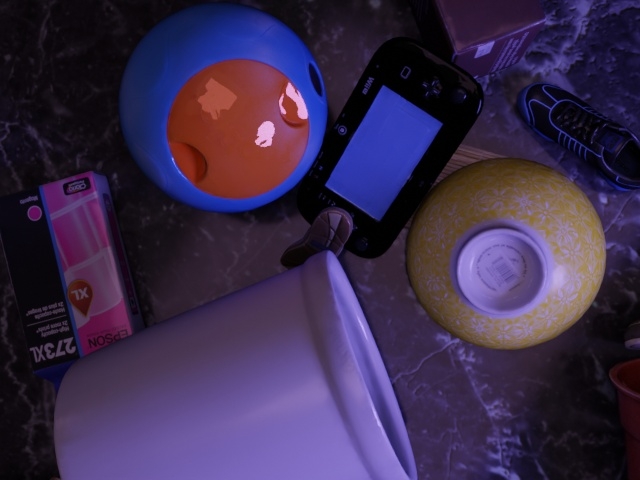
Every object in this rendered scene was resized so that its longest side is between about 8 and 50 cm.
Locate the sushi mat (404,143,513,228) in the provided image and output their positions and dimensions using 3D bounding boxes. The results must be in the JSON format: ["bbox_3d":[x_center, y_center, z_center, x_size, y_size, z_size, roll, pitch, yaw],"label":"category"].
[{"bbox_3d":[0.169,-0.087,1.045,0.316,0.019,0.152,17,89,5],"label":"sushi mat"}]

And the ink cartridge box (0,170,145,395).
[{"bbox_3d":[-0.390,0.089,1.069,0.175,0.069,0.371,-15,89,4],"label":"ink cartridge box"}]

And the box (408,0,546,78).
[{"bbox_3d":[0.180,-0.436,0.969,0.143,0.191,0.382,-18,87,4],"label":"box"}]

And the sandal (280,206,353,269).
[{"bbox_3d":[0.000,0.000,1.002,0.072,0.180,0.049,30,49,-7],"label":"sandal"}]

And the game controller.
[{"bbox_3d":[0.091,-0.125,0.964,0.166,0.067,0.319,30,118,-2],"label":"game controller"}]

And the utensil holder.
[{"bbox_3d":[-0.106,0.232,0.912,0.385,0.327,0.328,-21,86,7],"label":"utensil holder"}]

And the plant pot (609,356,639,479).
[{"bbox_3d":[0.531,0.318,0.893,0.272,0.272,0.265,-1,96,5],"label":"plant pot"}]

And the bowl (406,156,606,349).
[{"bbox_3d":[0.253,0.031,0.933,0.289,0.156,0.290,3,99,16],"label":"bowl"}]

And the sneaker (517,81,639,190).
[{"bbox_3d":[0.399,-0.162,0.990,0.232,0.090,0.081,38,92,5],"label":"sneaker"}]

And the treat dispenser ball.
[{"bbox_3d":[-0.134,-0.183,0.940,0.288,0.288,0.288,0,88,5],"label":"treat dispenser ball"}]

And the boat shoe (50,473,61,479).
[{"bbox_3d":[-0.384,0.406,1.037,0.302,0.109,0.098,10,84,0],"label":"boat shoe"}]

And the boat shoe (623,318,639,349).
[{"bbox_3d":[0.594,0.092,0.965,0.335,0.112,0.096,-9,70,-1],"label":"boat shoe"}]
